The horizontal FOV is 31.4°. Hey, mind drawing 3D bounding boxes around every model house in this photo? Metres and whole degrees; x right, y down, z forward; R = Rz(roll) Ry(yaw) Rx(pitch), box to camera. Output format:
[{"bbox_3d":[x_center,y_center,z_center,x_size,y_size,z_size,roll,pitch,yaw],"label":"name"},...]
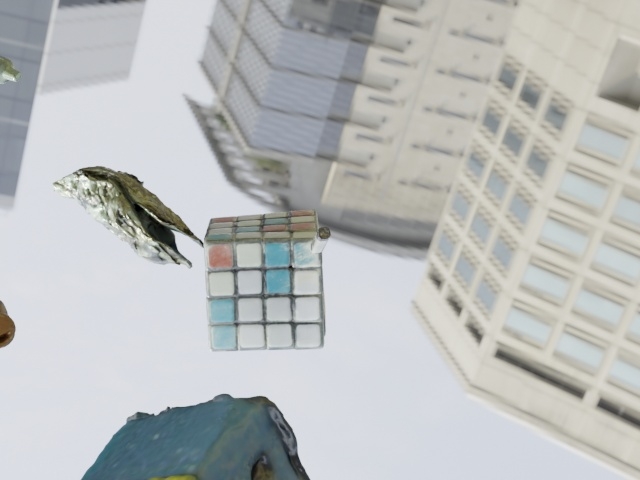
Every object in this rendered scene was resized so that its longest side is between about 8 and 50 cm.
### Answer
[{"bbox_3d":[-0.165,0.333,1.259,0.237,0.216,0.303,-17,-164,35],"label":"model house"}]

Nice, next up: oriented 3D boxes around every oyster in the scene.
[{"bbox_3d":[-0.407,-0.060,2.438,0.350,0.158,0.162,28,158,-2],"label":"oyster"}]

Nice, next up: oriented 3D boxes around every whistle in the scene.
[{"bbox_3d":[-0.392,0.095,1.273,0.107,0.057,0.220,-21,-171,-30],"label":"whistle"}]

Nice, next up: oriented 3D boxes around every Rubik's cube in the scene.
[{"bbox_3d":[-0.119,0.087,2.508,0.258,0.256,0.253,-3,-165,1],"label":"Rubik's cube"}]

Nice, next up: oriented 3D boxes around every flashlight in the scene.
[{"bbox_3d":[0.000,0.000,1.665,0.018,0.018,0.083,-6,166,-10],"label":"flashlight"}]

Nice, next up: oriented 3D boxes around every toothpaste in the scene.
[{"bbox_3d":[-0.559,-0.291,1.800,0.218,0.041,0.064,23,158,23],"label":"toothpaste"}]
